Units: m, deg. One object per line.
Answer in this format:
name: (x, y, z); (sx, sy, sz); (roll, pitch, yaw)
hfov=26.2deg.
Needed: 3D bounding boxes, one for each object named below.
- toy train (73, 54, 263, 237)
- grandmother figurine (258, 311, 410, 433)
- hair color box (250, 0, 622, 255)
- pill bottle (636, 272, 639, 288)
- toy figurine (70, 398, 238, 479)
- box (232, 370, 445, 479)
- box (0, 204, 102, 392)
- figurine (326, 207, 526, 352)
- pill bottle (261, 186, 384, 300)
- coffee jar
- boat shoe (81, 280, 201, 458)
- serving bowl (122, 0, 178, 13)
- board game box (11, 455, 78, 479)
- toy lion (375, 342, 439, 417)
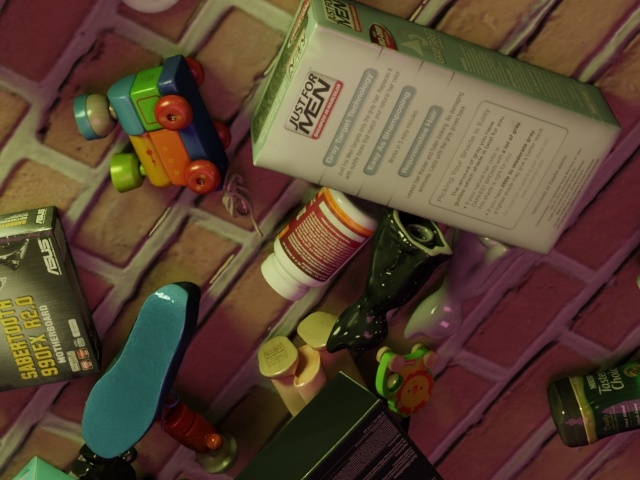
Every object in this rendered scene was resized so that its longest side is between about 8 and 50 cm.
toy train: (-0.174, -0.082, 1.579); (0.143, 0.105, 0.248); (-12, 125, 15)
grandmother figurine: (0.036, 0.259, 1.819); (0.208, 0.104, 0.342); (-28, 121, 6)
hair color box: (0.127, -0.131, 1.562); (0.374, 0.113, 0.185); (16, 120, -16)
pill bottle: (0.465, -0.005, 1.683); (0.103, 0.103, 0.184); (18, 120, -16)
toy figurine: (-0.203, 0.337, 1.785); (0.213, 0.209, 0.148); (-31, 133, 12)
box: (0.002, 0.323, 1.704); (0.261, 0.103, 0.184); (-44, 123, -11)
box: (-0.384, 0.078, 1.686); (0.183, 0.056, 0.231); (-10, 124, 1)
figurine: (0.126, 0.056, 1.674); (0.215, 0.092, 0.209); (-3, 136, -39)
pill bottle: (0.000, 0.000, 1.653); (0.086, 0.086, 0.152); (34, 114, -24)
coffee jar: (0.397, 0.211, 1.825); (0.184, 0.096, 0.079); (-16, 121, 5)
boat shoe: (-0.209, 0.167, 1.731); (0.109, 0.089, 0.258); (39, 112, 8)
serving bowl: (-0.184, -0.281, 1.483); (0.083, 0.027, 0.083); (-3, 123, -4)
board game box: (-0.277, 0.472, 1.840); (0.336, 0.254, 0.079); (35, 114, -24)
toy lion: (0.111, 0.185, 1.788); (0.100, 0.034, 0.096); (-1, 110, -40)
